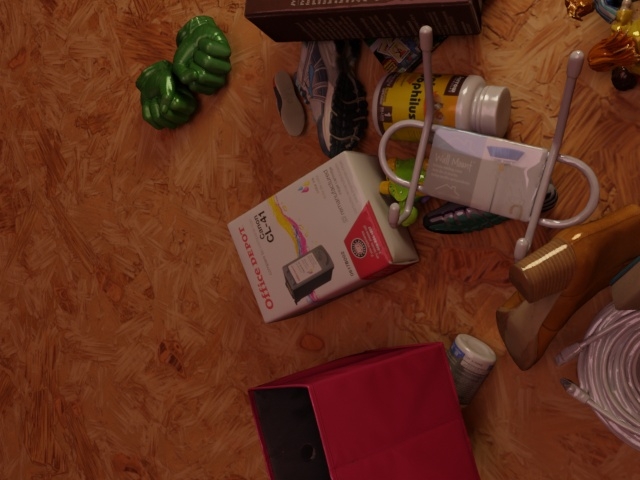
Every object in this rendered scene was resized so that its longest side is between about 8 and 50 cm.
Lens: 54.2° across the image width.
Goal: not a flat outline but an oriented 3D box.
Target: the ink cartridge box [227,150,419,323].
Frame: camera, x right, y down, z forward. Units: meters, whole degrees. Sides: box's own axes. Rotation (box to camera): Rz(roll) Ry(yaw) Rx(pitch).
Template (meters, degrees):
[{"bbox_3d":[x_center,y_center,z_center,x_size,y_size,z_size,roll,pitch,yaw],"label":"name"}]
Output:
[{"bbox_3d":[0.000,0.000,1.188,0.306,0.131,0.226,-28,78,29],"label":"ink cartridge box"}]

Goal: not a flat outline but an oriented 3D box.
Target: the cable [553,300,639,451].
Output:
[{"bbox_3d":[0.510,0.189,0.899,0.257,0.089,0.257,48,114,21],"label":"cable"}]

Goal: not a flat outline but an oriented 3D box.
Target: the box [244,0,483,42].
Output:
[{"bbox_3d":[0.076,-0.444,1.033,0.381,0.143,0.191,6,88,20],"label":"box"}]

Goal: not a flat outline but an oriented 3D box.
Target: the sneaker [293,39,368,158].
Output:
[{"bbox_3d":[0.012,-0.290,1.192,0.122,0.110,0.283,-7,81,41],"label":"sneaker"}]

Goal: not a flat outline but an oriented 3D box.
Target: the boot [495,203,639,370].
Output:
[{"bbox_3d":[0.386,0.080,0.951,0.211,0.295,0.104,-23,52,-7],"label":"boot"}]

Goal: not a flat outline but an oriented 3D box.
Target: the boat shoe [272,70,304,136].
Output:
[{"bbox_3d":[-0.067,-0.273,1.267,0.043,0.049,0.137,149,105,-74],"label":"boat shoe"}]

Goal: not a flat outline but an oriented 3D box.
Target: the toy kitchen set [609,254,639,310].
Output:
[{"bbox_3d":[0.504,-0.005,0.841,0.207,0.122,0.166,-2,65,0],"label":"toy kitchen set"}]

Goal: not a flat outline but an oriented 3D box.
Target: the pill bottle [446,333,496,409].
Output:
[{"bbox_3d":[0.237,0.238,1.080,0.078,0.078,0.137,35,110,26],"label":"pill bottle"}]

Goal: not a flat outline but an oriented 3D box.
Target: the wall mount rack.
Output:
[{"bbox_3d":[0.236,-0.139,0.916,0.350,0.130,0.304,18,113,22],"label":"wall mount rack"}]

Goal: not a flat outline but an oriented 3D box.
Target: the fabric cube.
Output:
[{"bbox_3d":[0.065,0.330,1.040,0.254,0.258,0.259,-27,76,59],"label":"fabric cube"}]

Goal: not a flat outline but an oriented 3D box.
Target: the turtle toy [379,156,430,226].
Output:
[{"bbox_3d":[0.159,-0.090,1.109,0.095,0.066,0.130,6,68,33],"label":"turtle toy"}]

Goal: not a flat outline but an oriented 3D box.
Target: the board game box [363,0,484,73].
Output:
[{"bbox_3d":[0.191,-0.417,1.103,0.259,0.030,0.136,-42,69,27],"label":"board game box"}]

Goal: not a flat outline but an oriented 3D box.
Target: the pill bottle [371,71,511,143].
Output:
[{"bbox_3d":[0.203,-0.221,1.053,0.215,0.117,0.117,11,99,31],"label":"pill bottle"}]

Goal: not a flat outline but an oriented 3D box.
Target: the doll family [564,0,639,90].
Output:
[{"bbox_3d":[0.444,-0.334,0.892,0.163,0.118,0.263,-17,84,32],"label":"doll family"}]

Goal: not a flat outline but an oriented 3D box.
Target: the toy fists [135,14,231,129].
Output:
[{"bbox_3d":[-0.303,-0.359,1.381,0.279,0.096,0.142,-36,75,27],"label":"toy fists"}]

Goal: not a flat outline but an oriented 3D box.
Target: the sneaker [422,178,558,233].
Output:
[{"bbox_3d":[0.277,-0.077,1.051,0.223,0.083,0.098,-14,67,26],"label":"sneaker"}]
